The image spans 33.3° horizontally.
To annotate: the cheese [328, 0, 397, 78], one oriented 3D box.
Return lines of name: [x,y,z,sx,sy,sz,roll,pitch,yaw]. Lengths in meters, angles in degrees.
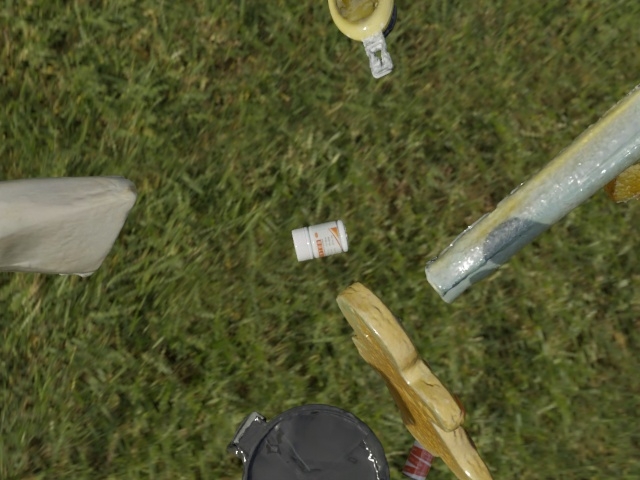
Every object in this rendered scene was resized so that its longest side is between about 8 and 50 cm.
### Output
cheese: [0.061,-0.267,1.336,0.086,0.036,0.162,-22,58,14]

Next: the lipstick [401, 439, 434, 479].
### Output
lipstick: [0.167,0.305,1.646,0.038,0.038,0.130,25,84,-10]

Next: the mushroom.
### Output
mushroom: [-0.490,-0.023,1.640,0.407,0.154,0.137,-2,52,-17]

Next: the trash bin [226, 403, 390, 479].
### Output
trash bin: [-0.004,0.335,1.532,0.252,0.301,0.203,29,81,5]

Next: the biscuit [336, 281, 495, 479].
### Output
biscuit: [0.081,0.124,0.921,0.030,0.153,0.234,-39,122,-12]

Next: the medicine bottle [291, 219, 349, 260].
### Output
medicine bottle: [0.000,0.000,1.810,0.089,0.057,0.057,-12,80,-2]

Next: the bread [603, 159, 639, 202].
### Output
bread: [0.438,-0.118,1.375,0.187,0.065,0.103,-15,39,9]

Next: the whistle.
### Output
whistle: [0.246,-0.049,1.132,0.326,0.068,0.057,-39,122,16]
